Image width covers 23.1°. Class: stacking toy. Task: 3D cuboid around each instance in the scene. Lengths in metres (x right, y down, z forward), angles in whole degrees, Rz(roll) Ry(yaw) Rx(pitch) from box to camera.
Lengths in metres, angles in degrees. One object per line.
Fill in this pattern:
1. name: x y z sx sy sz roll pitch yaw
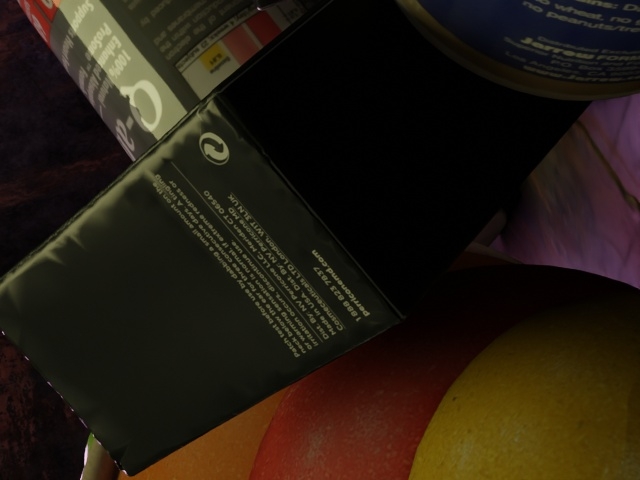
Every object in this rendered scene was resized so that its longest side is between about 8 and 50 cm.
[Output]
1. stacking toy: 0.110 0.127 0.620 0.480 0.350 0.351 -31 76 67

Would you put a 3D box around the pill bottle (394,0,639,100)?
1. pill bottle: 0.096 -0.147 0.430 0.265 0.153 0.153 107 145 -76

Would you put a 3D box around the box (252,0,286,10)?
1. box: -0.004 -0.254 0.915 0.247 0.163 0.142 -119 10 -60

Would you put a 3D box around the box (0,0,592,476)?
1. box: 0.012 -0.042 0.638 0.103 0.261 0.184 52 137 -7

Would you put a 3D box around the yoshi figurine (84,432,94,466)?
1. yoshi figurine: -0.004 0.148 1.048 0.204 0.362 0.203 80 171 -47

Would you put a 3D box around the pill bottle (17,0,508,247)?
1. pill bottle: -0.042 -0.106 1.118 0.363 0.210 0.210 53 168 13
